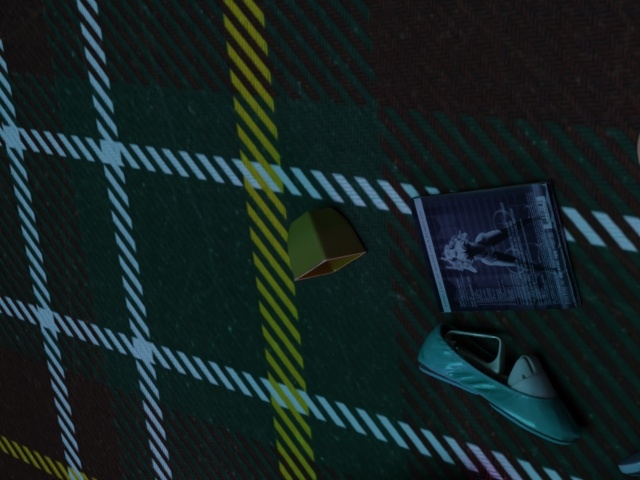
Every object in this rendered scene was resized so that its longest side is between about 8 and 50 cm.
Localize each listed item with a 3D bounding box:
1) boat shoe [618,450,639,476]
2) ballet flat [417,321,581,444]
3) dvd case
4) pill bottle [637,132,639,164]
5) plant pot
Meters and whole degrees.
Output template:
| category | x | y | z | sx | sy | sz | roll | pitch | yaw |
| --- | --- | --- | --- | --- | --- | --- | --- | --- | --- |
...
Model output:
| category | x | y | z | sx | sy | sz | roll | pitch | yaw |
| --- | --- | --- | --- | --- | --- | --- | --- | --- | --- |
| boat shoe | 0.423 | 0.269 | 1.401 | 0.142 | 0.049 | 0.040 | -25 | 90 | 45 |
| ballet flat | 0.236 | 0.175 | 1.522 | 0.247 | 0.083 | 0.087 | 27 | 111 | 32 |
| dvd case | 0.221 | 0.012 | 1.505 | 0.221 | 0.018 | 0.164 | -6 | 105 | 45 |
| pill bottle | 0.398 | -0.113 | 1.111 | 0.130 | 0.246 | 0.130 | 20 | 121 | 38 |
| plant pot | 0.000 | 0.000 | 1.674 | 0.081 | 0.081 | 0.083 | -33 | 74 | 47 |
